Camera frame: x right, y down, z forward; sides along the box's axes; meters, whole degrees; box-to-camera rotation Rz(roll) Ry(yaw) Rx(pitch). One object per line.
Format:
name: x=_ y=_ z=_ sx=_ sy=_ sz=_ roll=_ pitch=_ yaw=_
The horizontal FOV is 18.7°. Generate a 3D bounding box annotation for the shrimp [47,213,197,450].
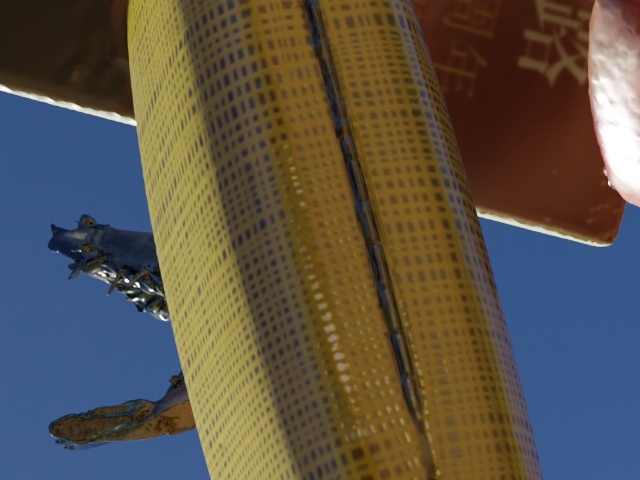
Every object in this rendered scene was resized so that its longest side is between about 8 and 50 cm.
shrimp: x=-0.145 y=0.060 z=1.349 sx=0.198 sy=0.262 sz=0.051 roll=-40 pitch=-43 yaw=-34

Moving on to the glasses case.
glasses case: x=0.000 y=0.000 z=0.423 sx=0.064 sy=0.079 sz=0.234 roll=-7 pitch=-114 yaw=-16

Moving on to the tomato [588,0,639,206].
tomato: x=0.151 y=-0.069 z=0.567 sx=0.155 sy=0.069 sz=0.156 roll=-26 pitch=-46 yaw=-31

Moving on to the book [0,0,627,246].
book: x=-0.027 y=-0.168 z=0.777 sx=0.373 sy=0.028 sz=0.263 roll=14 pitch=-92 yaw=-6
